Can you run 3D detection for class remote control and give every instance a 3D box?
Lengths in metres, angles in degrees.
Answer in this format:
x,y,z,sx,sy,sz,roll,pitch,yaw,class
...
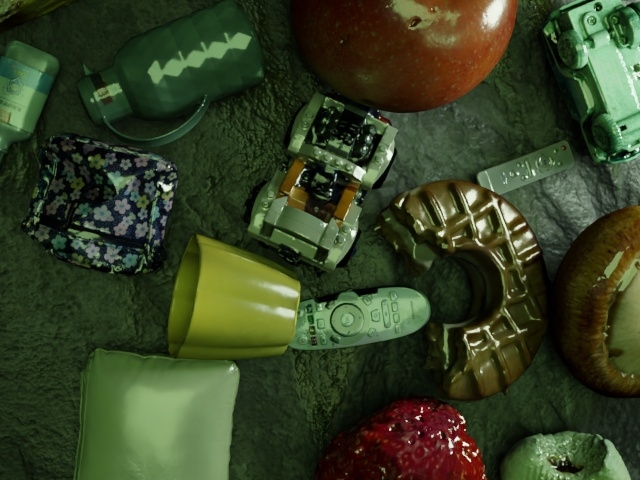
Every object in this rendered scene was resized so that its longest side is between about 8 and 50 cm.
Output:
x,y,z,sx,sy,sz,roll,pitch,yaw,class
0.057,0.128,1.523,0.256,0.045,0.098,-6,88,-5,remote control
0.353,-0.122,1.576,0.184,0.027,0.050,-21,95,-13,remote control

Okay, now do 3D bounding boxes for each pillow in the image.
x,y,z,sx,sy,sz,roll,pitch,yaw,class
-0.262,0.334,1.437,0.255,0.120,0.323,6,89,-9,pillow

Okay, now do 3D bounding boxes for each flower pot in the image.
x,y,z,sx,sy,sz,roll,pitch,yaw,class
-0.133,0.099,1.430,0.179,0.195,0.195,11,89,-19,flower pot

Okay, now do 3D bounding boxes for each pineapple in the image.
x,y,z,sx,sy,sz,roll,pitch,yaw,class
-0.482,-0.411,1.418,0.236,0.114,0.186,16,88,2,pineapple

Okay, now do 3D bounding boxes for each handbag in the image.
x,y,z,sx,sy,sz,roll,pitch,yaw,class
-0.338,-0.051,1.421,0.228,0.127,0.208,14,95,-9,handbag

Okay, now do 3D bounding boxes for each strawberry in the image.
x,y,z,sx,sy,sz,roll,pitch,yaw,class
0.135,0.358,1.446,0.274,0.274,0.221,22,56,-8,strawberry

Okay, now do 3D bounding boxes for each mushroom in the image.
x,y,z,sx,sy,sz,roll,pitch,yaw,class
0.546,0.099,1.480,0.345,0.259,0.346,-6,107,-20,mushroom

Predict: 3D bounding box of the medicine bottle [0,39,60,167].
x,y,z,sx,sy,sz,roll,pitch,yaw,class
-0.487,-0.206,1.433,0.090,0.053,0.209,22,88,-8,medicine bottle

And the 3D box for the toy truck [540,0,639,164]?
x,y,z,sx,sy,sz,roll,pitch,yaw,class
0.485,-0.273,1.527,0.154,0.156,0.279,-24,94,-8,toy truck

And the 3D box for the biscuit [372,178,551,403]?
x,y,z,sx,sy,sz,roll,pitch,yaw,class
0.252,0.072,1.492,0.268,0.115,0.367,-20,93,-24,biscuit

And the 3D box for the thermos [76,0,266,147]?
x,y,z,sx,sy,sz,roll,pitch,yaw,class
-0.230,-0.250,1.423,0.286,0.145,0.182,-25,73,-6,thermos

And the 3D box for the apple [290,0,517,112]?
x,y,z,sx,sy,sz,roll,pitch,yaw,class
0.127,-0.369,1.395,0.348,0.277,0.349,4,74,-15,apple

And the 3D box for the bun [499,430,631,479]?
x,y,z,sx,sy,sz,roll,pitch,yaw,class
0.411,0.395,1.535,0.212,0.126,0.204,32,112,-2,bun

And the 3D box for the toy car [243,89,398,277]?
x,y,z,sx,sy,sz,roll,pitch,yaw,class
0.004,-0.103,1.460,0.193,0.118,0.301,26,77,2,toy car

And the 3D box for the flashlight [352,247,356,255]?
x,y,z,sx,sy,sz,roll,pitch,yaw,class
0.000,0.000,1.519,0.121,0.035,0.057,-1,112,-4,flashlight
